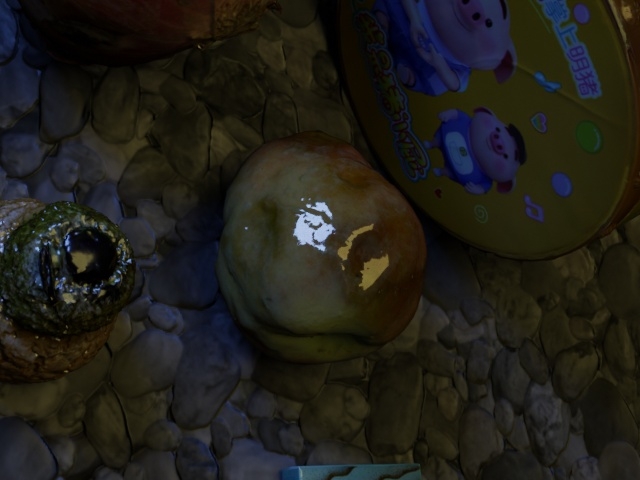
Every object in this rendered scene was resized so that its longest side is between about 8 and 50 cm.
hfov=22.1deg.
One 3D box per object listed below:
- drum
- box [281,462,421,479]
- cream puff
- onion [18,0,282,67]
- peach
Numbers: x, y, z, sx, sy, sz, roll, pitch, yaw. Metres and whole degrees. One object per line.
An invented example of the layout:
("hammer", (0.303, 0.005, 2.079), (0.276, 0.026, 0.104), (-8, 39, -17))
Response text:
("drum", (0.231, -0.200, 1.728), (0.214, 0.431, 0.431), (-28, 96, -37))
("box", (0.039, 0.346, 1.686), (0.162, 0.041, 0.229), (5, 76, -36))
("cream puff", (-0.245, 0.037, 1.469), (0.183, 0.169, 0.183), (9, 75, -36))
("onion", (-0.141, -0.315, 1.524), (0.354, 0.353, 0.353), (10, 74, -35))
("peach", (0.000, 0.000, 1.639), (0.214, 0.214, 0.235), (2, 71, -36))
